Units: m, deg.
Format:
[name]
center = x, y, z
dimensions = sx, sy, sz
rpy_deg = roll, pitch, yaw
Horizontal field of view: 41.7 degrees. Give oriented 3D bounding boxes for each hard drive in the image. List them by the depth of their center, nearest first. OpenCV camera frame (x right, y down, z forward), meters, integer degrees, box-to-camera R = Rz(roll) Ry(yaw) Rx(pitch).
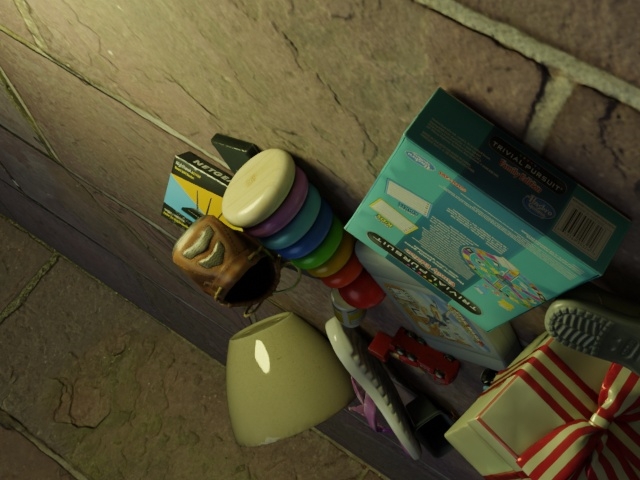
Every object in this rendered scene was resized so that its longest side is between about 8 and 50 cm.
[hard drive]
center = -0.120, -0.121, 1.418
dimensions = 0.094, 0.022, 0.135
rpy_deg = 21, 156, 39

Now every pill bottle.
[pill bottle]
center = 0.056, 0.127, 1.624
dimensions = 0.065, 0.065, 0.116
rpy_deg = 30, 159, 19

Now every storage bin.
[storage bin]
center = 0.259, 0.414, 1.929
dimensions = 0.135, 0.098, 0.091
rpy_deg = 52, -176, -38

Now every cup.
[cup]
center = -0.099, 0.312, 2.027
dimensions = 0.331, 0.331, 0.237
rpy_deg = -12, 103, 66

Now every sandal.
[sandal]
center = 0.102, 0.334, 1.874
dimensions = 0.416, 0.102, 0.169
rpy_deg = 59, -169, -25

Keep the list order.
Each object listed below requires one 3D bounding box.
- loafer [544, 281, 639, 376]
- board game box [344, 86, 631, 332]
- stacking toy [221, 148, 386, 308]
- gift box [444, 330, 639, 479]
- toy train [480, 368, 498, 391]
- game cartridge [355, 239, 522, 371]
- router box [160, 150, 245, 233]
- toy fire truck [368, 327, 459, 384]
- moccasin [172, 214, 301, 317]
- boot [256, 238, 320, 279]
[loafer]
center = 0.392, 0.109, 0.993
dimensions = 0.251, 0.087, 0.094
rpy_deg = 25, 134, 1
[board game box]
center = 0.182, -0.019, 1.039
dimensions = 0.253, 0.079, 0.336
rpy_deg = 36, 161, 2
[stacking toy]
center = 0.000, 0.000, 1.362
dimensions = 0.330, 0.141, 0.141
rpy_deg = 40, 162, -32
[gift box]
center = 0.359, 0.258, 1.128
dimensions = 0.276, 0.255, 0.258
rpy_deg = 40, 164, 10
[toy train]
center = 0.355, 0.263, 1.406
dimensions = 0.184, 0.080, 0.105
rpy_deg = 15, 157, 47
[game cartridge]
center = 0.199, 0.104, 1.346
dimensions = 0.198, 0.062, 0.297
rpy_deg = 18, 154, 53
[router box]
center = -0.202, -0.065, 1.551
dimensions = 0.179, 0.046, 0.133
rpy_deg = 30, 120, 18
[toy fire truck]
center = 0.185, 0.233, 1.676
dimensions = 0.192, 0.047, 0.135
rpy_deg = 29, 160, 18
[moccasin]
center = -0.125, 0.055, 1.406
dimensions = 0.147, 0.139, 0.380
rpy_deg = 41, 171, 11
[boot]
center = -0.096, 0.003, 1.590
dimensions = 0.189, 0.076, 0.208
rpy_deg = 35, 172, -39
